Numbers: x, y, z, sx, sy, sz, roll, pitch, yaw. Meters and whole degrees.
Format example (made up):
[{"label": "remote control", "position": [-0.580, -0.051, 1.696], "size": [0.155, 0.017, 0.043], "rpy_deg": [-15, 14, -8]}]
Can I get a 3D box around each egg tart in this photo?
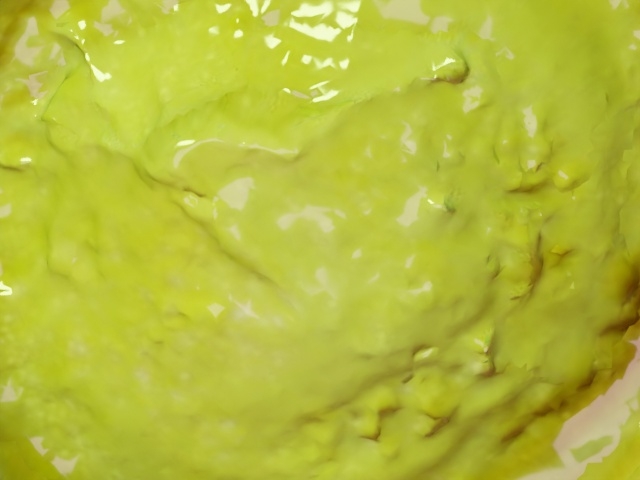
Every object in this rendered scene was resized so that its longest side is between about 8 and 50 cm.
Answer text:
[{"label": "egg tart", "position": [0.000, 0.000, 0.645], "size": [0.315, 0.120, 0.315], "rpy_deg": [-2, 66, 5]}]
